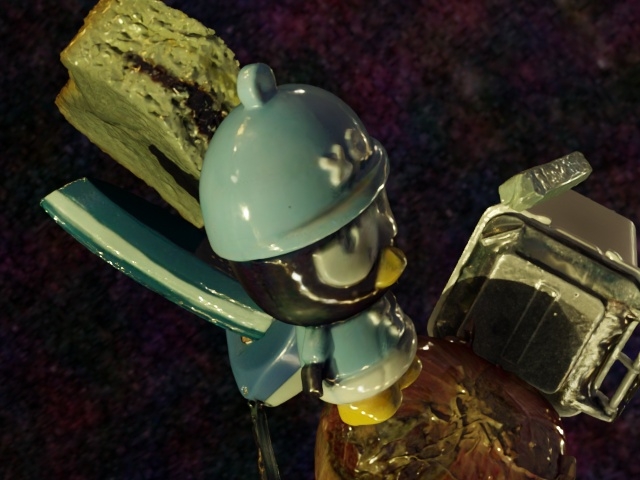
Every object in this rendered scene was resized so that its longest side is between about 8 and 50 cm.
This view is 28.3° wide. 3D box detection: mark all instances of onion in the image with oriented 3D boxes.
[{"bbox_3d":[0.156,0.275,1.582,0.354,0.354,0.353,24,50,-31],"label":"onion"}]

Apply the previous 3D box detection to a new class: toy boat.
[{"bbox_3d":[-0.171,0.013,1.406,0.299,0.062,0.096,31,20,-27],"label":"toy boat"}]

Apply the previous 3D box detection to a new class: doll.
[{"bbox_3d":[0.000,0.000,1.021,0.177,0.141,0.314,-52,127,-45],"label":"doll"}]

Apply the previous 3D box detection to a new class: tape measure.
[{"bbox_3d":[-0.050,0.175,1.838,0.098,0.215,0.351,25,34,-33],"label":"tape measure"}]

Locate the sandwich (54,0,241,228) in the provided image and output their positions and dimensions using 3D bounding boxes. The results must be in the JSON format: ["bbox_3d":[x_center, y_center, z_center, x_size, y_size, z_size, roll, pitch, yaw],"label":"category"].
[{"bbox_3d":[-0.175,-0.151,1.478,0.262,0.325,0.131,41,74,-4],"label":"sandwich"}]

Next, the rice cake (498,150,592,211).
[{"bbox_3d":[0.267,-0.071,1.477,0.042,0.045,0.245,59,28,6],"label":"rice cake"}]

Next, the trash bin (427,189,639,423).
[{"bbox_3d":[0.354,0.069,1.850,0.296,0.255,0.368,27,23,9],"label":"trash bin"}]
